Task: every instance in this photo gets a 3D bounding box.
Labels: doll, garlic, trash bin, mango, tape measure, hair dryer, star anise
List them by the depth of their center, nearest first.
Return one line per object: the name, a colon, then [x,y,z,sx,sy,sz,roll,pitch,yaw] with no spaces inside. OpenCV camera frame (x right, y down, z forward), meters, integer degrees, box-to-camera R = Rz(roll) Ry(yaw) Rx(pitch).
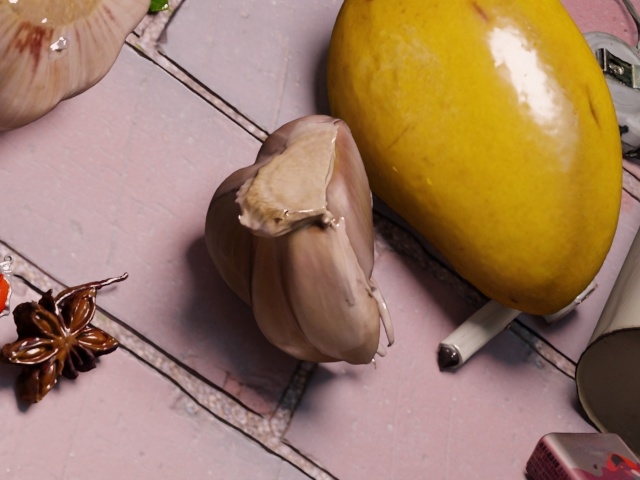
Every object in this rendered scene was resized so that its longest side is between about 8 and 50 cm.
doll: [-0.317,0.061,1.618,0.057,0.039,0.114,19,57,11]
star anise: [-0.239,0.078,1.645,0.190,0.070,0.097,-32,110,-44]
garlic: [-0.311,-0.268,1.693,0.322,0.241,0.322,-1,97,-11]
garlic: [0.000,0.000,1.747,0.210,0.292,0.237,-38,56,-14]
mango: [0.174,-0.124,1.901,0.220,0.301,0.445,21,45,-64]
hair dryer: [0.201,0.070,1.958,0.236,0.073,0.131,-38,85,-34]
trash bin: [0.488,0.050,2.017,0.280,0.280,0.432,40,51,-6]
tape measure: [0.372,-0.269,2.262,0.164,0.084,0.330,18,55,-30]

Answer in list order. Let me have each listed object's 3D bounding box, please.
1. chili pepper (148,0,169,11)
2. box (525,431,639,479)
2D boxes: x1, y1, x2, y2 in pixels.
chili pepper: [-0.210,-0.284,1.917,0.091,0.034,0.030,35,82,-13]
box: [0.323,0.297,1.824,0.120,0.069,0.224,3,34,-33]
